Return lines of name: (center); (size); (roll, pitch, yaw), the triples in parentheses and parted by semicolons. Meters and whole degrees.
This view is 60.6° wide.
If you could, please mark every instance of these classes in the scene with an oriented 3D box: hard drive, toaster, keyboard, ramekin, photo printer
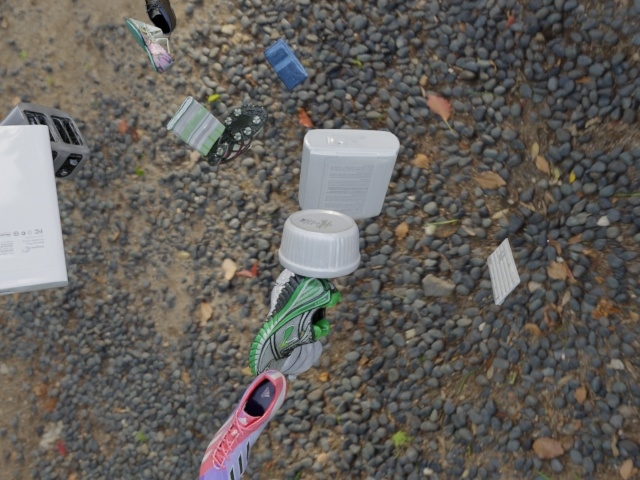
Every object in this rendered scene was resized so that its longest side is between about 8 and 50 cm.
hard drive: (-0.649, -0.064, 1.088); (0.047, 0.233, 0.352); (134, 125, -60)
toaster: (-0.716, -0.258, 1.417); (0.110, 0.168, 0.185); (-37, 75, 22)
keyboard: (0.409, 0.064, 1.231); (0.014, 0.256, 0.072); (31, 114, 0)
ramekin: (0.000, 0.000, 1.360); (0.207, 0.207, 0.108); (14, 116, 22)
photo printer: (0.069, -0.171, 1.547); (0.256, 0.307, 0.107); (0, 54, -6)

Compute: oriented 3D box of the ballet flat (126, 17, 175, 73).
ballet flat: (-0.475, -0.561, 1.558); (0.079, 0.077, 0.221); (-29, 65, -13)

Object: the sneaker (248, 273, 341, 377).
sneaker: (-0.070, 0.235, 1.397); (0.146, 0.134, 0.343); (35, 111, 14)

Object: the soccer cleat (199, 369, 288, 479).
soccer cleat: (-0.142, 0.339, 0.970); (0.083, 0.095, 0.248); (31, 79, 16)

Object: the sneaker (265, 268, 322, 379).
sneaker: (-0.070, 0.249, 1.686); (0.138, 0.210, 0.365); (6, 64, 21)

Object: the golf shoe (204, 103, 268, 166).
golf shoe: (-0.255, -0.334, 1.722); (0.273, 0.120, 0.105); (-32, 79, 29)

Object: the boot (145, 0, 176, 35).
boot: (-0.527, -0.768, 1.758); (0.082, 0.219, 0.106); (-21, 42, 6)

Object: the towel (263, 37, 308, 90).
towel: (-0.089, -0.454, 1.416); (0.067, 0.029, 0.119); (-34, 105, 11)

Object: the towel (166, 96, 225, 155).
towel: (-0.348, -0.321, 1.555); (0.023, 0.152, 0.113); (34, 87, 42)
